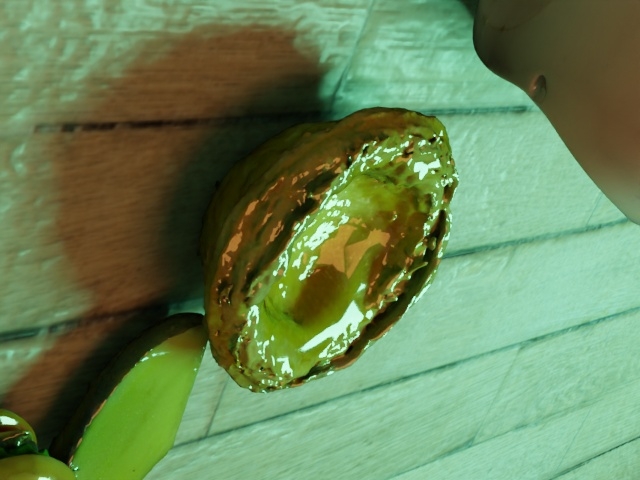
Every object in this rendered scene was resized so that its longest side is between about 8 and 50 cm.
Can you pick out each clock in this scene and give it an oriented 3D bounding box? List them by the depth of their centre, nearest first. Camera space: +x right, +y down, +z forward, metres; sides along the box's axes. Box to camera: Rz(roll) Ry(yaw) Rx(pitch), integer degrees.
[{"bbox_3d":[0.316,-0.135,0.999,0.377,0.368,0.250,35,107,-20],"label":"clock"}]

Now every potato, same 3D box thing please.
[{"bbox_3d":[-0.162,0.137,0.999,0.119,0.054,0.198,16,105,-55],"label":"potato"}]

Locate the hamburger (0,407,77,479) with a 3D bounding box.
[{"bbox_3d":[-0.257,0.201,0.886,0.162,0.115,0.162,-29,142,-26],"label":"hamburger"}]

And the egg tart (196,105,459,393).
[{"bbox_3d":[0.000,0.000,0.997,0.288,0.118,0.288,-32,142,-29],"label":"egg tart"}]
